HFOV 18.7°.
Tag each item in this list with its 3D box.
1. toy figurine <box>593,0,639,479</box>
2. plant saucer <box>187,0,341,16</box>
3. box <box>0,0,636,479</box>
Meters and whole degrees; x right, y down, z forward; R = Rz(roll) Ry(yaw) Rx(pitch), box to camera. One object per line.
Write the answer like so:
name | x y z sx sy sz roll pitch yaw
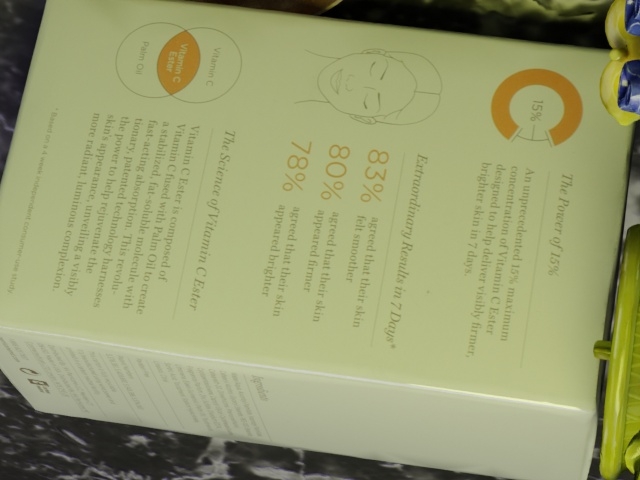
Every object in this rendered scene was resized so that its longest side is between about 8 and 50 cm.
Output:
toy figurine | 0.253 -0.052 0.908 0.217 0.362 0.191 4 -176 -3
plant saucer | -0.053 -0.183 1.076 0.168 0.029 0.168 9 145 7
box | 0.000 0.000 1.132 0.345 0.215 0.168 8 159 8
